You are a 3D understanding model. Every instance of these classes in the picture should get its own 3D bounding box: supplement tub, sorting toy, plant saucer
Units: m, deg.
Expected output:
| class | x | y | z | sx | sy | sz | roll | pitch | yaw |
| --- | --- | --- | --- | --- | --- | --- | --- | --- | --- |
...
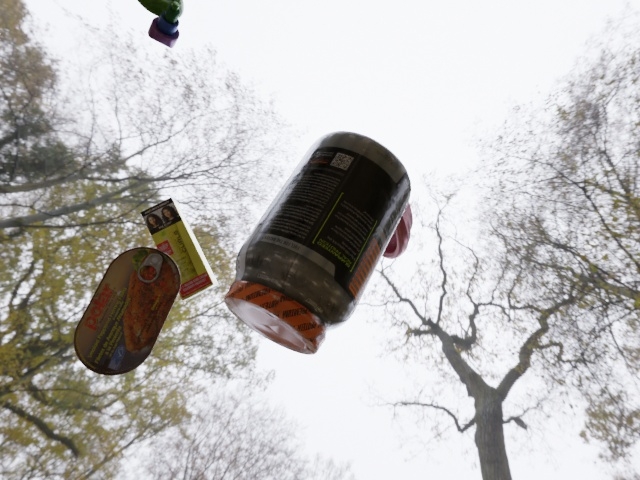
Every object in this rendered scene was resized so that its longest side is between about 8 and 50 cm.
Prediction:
| class | x | y | z | sx | sy | sz | roll | pitch | yaw |
| --- | --- | --- | --- | --- | --- | --- | --- | --- | --- |
| supplement tub | 0.000 | 0.000 | 0.665 | 0.193 | 0.193 | 0.316 | 27 | -117 | 9 |
| sorting toy | -0.374 | -0.646 | 1.035 | 0.126 | 0.127 | 0.365 | -34 | -120 | 44 |
| plant saucer | 0.143 | -0.106 | 1.187 | 0.084 | 0.332 | 0.332 | -33 | -91 | -13 |

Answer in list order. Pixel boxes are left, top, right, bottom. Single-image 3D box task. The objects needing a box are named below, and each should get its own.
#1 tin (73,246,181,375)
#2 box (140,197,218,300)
| class | x | y | z | sx | sy | sz | roll | pitch | yaw |
| --- | --- | --- | --- | --- | --- | --- | --- | --- | --- |
| tin | -0.280 | 0.101 | 0.630 | 0.106 | 0.040 | 0.190 | 27 | -112 | -17 |
| box | -0.334 | 0.021 | 1.018 | 0.087 | 0.058 | 0.232 | -26 | -95 | -4 |
